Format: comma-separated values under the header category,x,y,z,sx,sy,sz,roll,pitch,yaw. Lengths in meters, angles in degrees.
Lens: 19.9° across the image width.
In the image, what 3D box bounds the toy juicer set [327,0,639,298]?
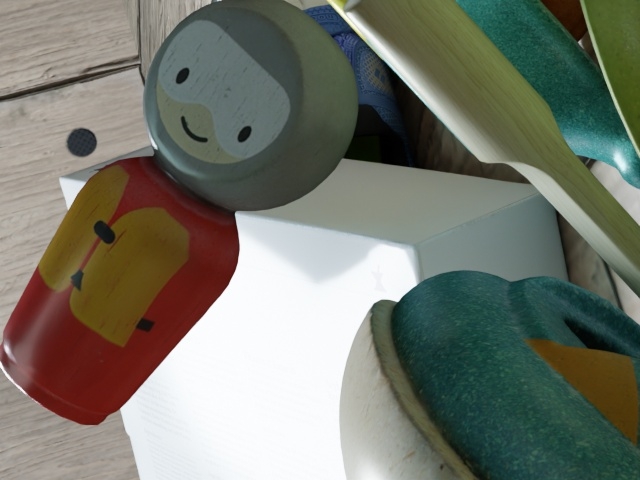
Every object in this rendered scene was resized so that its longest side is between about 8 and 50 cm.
category,x,y,z,sx,sy,sz,roll,pitch,yaw
toy juicer set,0.049,-0.106,0.688,0.209,0.089,0.329,43,-173,-36

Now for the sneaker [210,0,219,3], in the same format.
category,x,y,z,sx,sy,sz,roll,pitch,yaw
sneaker,-0.036,-0.160,1.231,0.271,0.100,0.108,111,148,-76

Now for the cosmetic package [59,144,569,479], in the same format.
category,x,y,z,sx,sy,sz,roll,pitch,yaw
cosmetic package,0.004,0.098,1.028,0.377,0.097,0.284,12,122,56

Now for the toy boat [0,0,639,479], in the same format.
category,x,y,z,sx,sy,sz,roll,pitch,yaw
toy boat,0.054,0.053,0.623,0.318,0.148,0.267,32,-169,-21

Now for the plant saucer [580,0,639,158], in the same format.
category,x,y,z,sx,sy,sz,roll,pitch,yaw
plant saucer,0.124,-0.096,0.521,0.241,0.037,0.241,165,90,-81

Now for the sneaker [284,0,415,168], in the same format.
category,x,y,z,sx,sy,sz,roll,pitch,yaw
sneaker,0.000,0.000,1.175,0.330,0.130,0.147,85,169,-49
